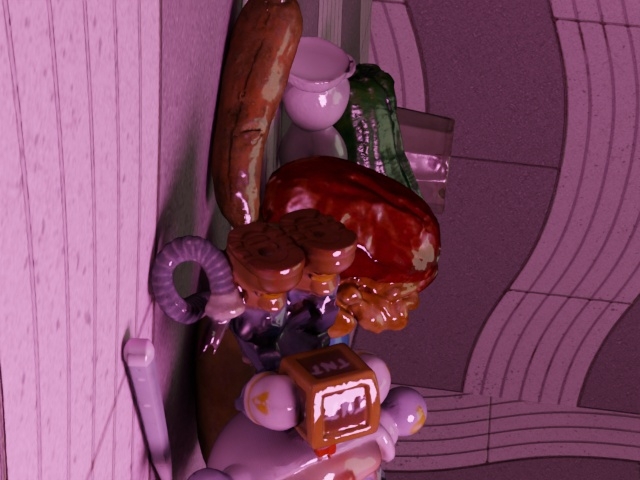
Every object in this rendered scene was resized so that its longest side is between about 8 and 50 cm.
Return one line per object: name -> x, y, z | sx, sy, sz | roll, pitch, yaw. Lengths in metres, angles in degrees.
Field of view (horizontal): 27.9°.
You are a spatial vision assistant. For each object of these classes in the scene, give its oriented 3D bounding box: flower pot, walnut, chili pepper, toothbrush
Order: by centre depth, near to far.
toothbrush -> -0.147, 0.182, 1.177 | 0.342, 0.025, 0.030 | 89, 2, -57
walnut -> 0.038, 0.013, 1.728 | 0.221, 0.269, 0.243 | 113, -16, -54
chili pepper -> 0.061, -0.115, 2.238 | 0.213, 0.167, 0.385 | 32, -45, 59
flower pot -> 0.122, -0.161, 2.466 | 0.290, 0.259, 0.290 | 7, 90, -84

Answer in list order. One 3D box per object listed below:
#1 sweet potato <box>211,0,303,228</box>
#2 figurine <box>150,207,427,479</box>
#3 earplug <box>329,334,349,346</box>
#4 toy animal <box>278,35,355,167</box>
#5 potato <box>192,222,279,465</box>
sweet potato -> -0.073, -0.145, 1.350 | 0.075, 0.075, 0.273 | 77, 23, -76
figurine -> -0.013, 0.168, 1.195 | 0.186, 0.261, 0.382 | -126, -148, -54
earplug -> -0.007, 0.222, 2.308 | 0.132, 0.132, 0.273 | 5, 88, -85
toy animal -> -0.007, -0.186, 1.847 | 0.220, 0.104, 0.130 | 92, 6, -47
potato -> -0.066, 0.127, 1.397 | 0.191, 0.141, 0.296 | -8, 106, -68
